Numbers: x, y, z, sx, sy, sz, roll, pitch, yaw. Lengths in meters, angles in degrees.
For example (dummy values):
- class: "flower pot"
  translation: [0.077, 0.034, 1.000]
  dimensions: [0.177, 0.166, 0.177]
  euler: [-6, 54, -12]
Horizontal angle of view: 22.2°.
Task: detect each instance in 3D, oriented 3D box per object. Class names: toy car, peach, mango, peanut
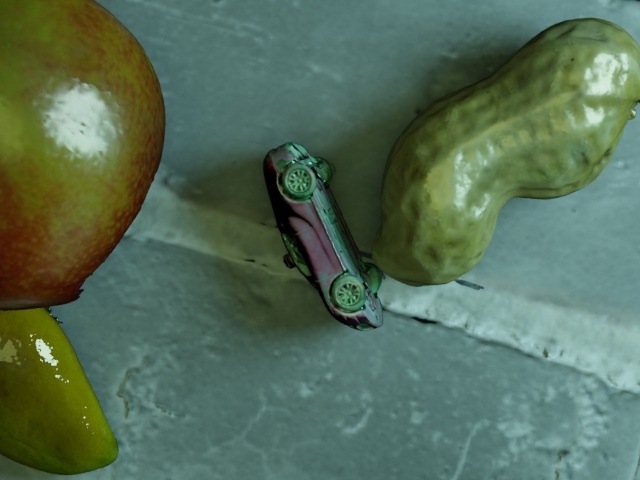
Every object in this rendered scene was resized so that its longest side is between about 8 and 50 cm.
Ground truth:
- class: "toy car"
  translation: [0.000, 0.000, 1.121]
  dimensions: [0.055, 0.069, 0.142]
  euler: [-24, 92, 13]
- class: "peach"
  translation: [-0.215, -0.066, 1.049]
  dimensions: [0.231, 0.231, 0.231]
  euler: [0, 92, 1]
- class: "mango"
  translation: [-0.216, 0.095, 1.133]
  dimensions: [0.101, 0.066, 0.187]
  euler: [-40, 100, 3]
- class: "peanut"
  translation: [0.122, -0.062, 1.104]
  dimensions: [0.229, 0.098, 0.103]
  euler: [-36, 60, 5]
